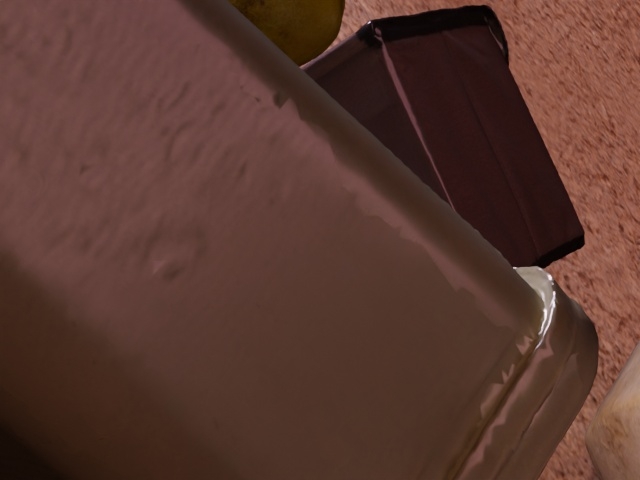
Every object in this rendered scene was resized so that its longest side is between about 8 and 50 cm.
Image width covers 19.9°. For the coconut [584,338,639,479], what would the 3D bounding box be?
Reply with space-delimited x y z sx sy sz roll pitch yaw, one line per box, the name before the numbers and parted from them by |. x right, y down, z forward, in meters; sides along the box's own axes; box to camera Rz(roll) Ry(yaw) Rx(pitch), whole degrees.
coconut | 0.395 0.161 1.387 0.415 0.344 0.415 164 -90 -81

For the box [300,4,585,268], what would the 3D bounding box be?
box | 0.000 0.000 1.020 0.153 0.252 0.188 62 27 4

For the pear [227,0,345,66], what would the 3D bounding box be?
pear | -0.042 -0.168 1.280 0.131 0.107 0.107 4 58 -43

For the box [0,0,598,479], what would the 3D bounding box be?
box | -0.137 -0.002 0.698 0.344 0.352 0.177 43 67 -22
